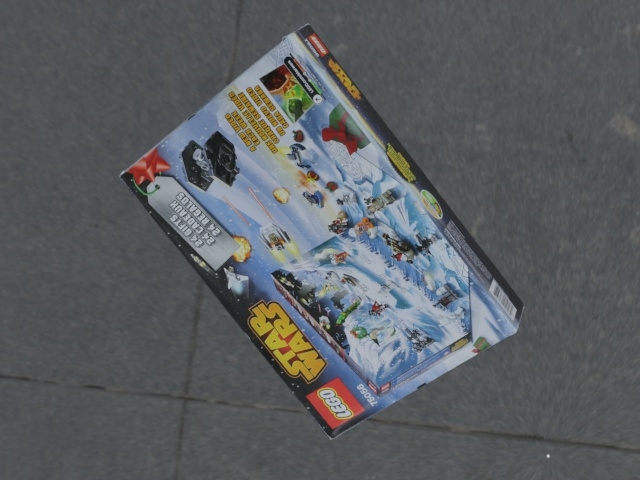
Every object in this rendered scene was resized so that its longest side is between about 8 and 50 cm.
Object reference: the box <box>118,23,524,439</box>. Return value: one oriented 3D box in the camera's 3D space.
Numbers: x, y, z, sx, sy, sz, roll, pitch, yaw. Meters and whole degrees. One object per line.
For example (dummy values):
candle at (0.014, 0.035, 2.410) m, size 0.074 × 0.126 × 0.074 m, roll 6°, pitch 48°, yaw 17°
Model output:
box at (0.000, 0.000, 0.414) m, size 0.094 × 0.027 × 0.137 m, roll -34°, pitch 97°, yaw 26°
